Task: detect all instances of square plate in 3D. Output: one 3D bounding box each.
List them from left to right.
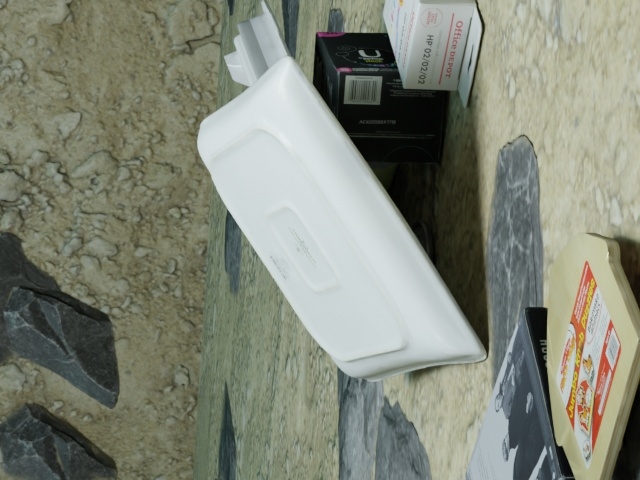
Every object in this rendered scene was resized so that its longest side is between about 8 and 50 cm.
[{"bbox_3d":[0.000,0.000,1.907,0.347,0.049,0.344,57,160,-3],"label":"square plate"}]

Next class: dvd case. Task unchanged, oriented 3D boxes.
[{"bbox_3d":[0.173,0.201,1.592,0.239,0.029,0.179,101,166,-46],"label":"dvd case"}]

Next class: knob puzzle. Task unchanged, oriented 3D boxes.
[{"bbox_3d":[0.209,0.079,1.401,0.213,0.030,0.213,-179,90,-80],"label":"knob puzzle"}]

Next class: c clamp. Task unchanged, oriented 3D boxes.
[{"bbox_3d":[0.102,0.057,2.039,0.137,0.022,0.161,-167,78,-80],"label":"c clamp"}]

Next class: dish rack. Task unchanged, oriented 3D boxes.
[{"bbox_3d":[-0.026,-0.082,2.120,0.285,0.072,0.333,-112,1,-55],"label":"dish rack"}]

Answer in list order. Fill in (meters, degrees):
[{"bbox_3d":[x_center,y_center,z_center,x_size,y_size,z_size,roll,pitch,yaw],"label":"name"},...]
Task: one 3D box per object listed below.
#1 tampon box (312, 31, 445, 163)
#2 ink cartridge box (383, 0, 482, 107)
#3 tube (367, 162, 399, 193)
[{"bbox_3d":[0.061,-0.158,2.011,0.161,0.120,0.101,-111,23,-66],"label":"tampon box"},{"bbox_3d":[0.113,-0.225,1.897,0.181,0.061,0.104,-102,16,-51],"label":"ink cartridge box"},{"bbox_3d":[0.054,-0.060,2.239,0.070,0.062,0.240,-49,-11,-21],"label":"tube"}]
